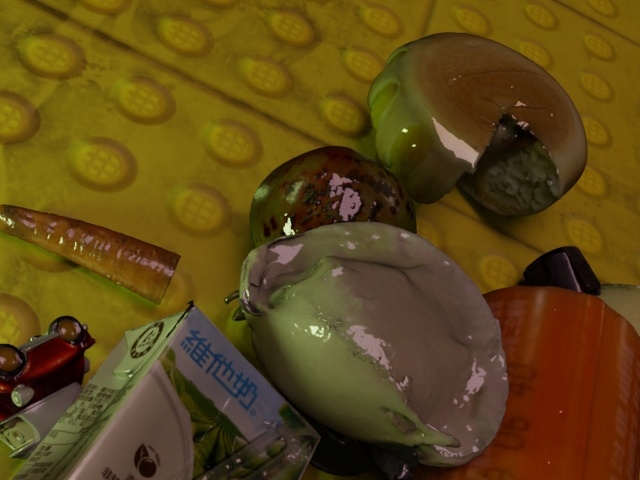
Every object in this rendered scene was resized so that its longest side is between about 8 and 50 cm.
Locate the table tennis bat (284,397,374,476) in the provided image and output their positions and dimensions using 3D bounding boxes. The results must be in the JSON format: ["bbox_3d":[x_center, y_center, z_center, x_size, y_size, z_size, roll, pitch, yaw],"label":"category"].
[{"bbox_3d":[0.043,0.165,0.980,0.131,0.022,0.234,34,51,2],"label":"table tennis bat"}]

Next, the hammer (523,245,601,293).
[{"bbox_3d":[0.487,0.116,1.189,0.409,0.095,0.242,-3,57,-30],"label":"hammer"}]

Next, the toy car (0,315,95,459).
[{"bbox_3d":[-0.264,0.146,0.796,0.139,0.112,0.112,-30,87,-48],"label":"toy car"}]

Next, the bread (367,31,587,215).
[{"bbox_3d":[0.217,-0.158,1.210,0.333,0.160,0.333,15,50,-18],"label":"bread"}]

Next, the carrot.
[{"bbox_3d":[-0.260,0.006,0.928,0.210,0.061,0.061,22,49,-5],"label":"carrot"}]

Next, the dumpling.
[{"bbox_3d":[0.049,0.102,0.831,0.293,0.163,0.204,36,30,17],"label":"dumpling"}]

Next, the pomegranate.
[{"bbox_3d":[-0.010,-0.001,0.985,0.246,0.198,0.198,-30,68,-1],"label":"pomegranate"}]

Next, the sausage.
[{"bbox_3d":[0.212,0.223,0.883,0.233,0.233,0.287,30,47,-3],"label":"sausage"}]

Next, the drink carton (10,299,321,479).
[{"bbox_3d":[-0.158,0.239,0.715,0.194,0.132,0.324,50,46,-20],"label":"drink carton"}]

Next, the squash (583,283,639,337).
[{"bbox_3d":[0.396,0.128,1.024,0.184,0.085,0.192,14,26,14],"label":"squash"}]
